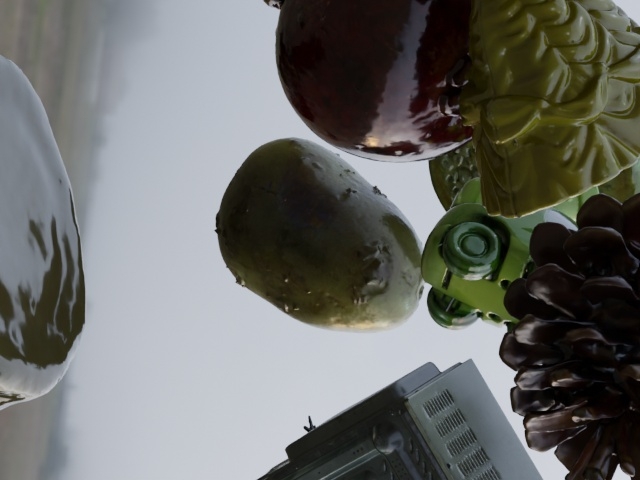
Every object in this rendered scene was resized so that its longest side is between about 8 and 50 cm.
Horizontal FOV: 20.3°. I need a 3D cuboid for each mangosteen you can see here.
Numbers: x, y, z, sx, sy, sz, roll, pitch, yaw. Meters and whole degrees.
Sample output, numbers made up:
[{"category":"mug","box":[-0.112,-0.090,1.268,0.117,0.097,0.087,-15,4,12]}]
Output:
[{"category":"mangosteen","box":[0.046,-0.183,1.418,0.257,0.215,0.215,44,-44,35]}]

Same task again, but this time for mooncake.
[{"category":"mooncake","box":[-0.386,-0.010,1.743,0.378,0.201,0.378,-11,90,-75]}]

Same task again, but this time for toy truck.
[{"category":"toy truck","box":[0.201,0.007,1.883,0.148,0.187,0.210,100,-3,-56]}]

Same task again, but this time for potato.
[{"category":"potato","box":[0.000,0.000,2.253,0.210,0.307,0.173,-49,153,-12]}]

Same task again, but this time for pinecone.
[{"category":"pinecone","box":[0.274,0.102,1.524,0.264,0.264,0.264,-173,-90,-82]}]

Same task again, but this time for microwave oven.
[{"category":"microwave oven","box":[0.059,0.238,1.658,0.240,0.194,0.145,-33,178,34]}]

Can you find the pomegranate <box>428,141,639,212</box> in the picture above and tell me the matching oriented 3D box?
[{"category":"pomegranate","box":[0.292,-0.069,2.233,0.216,0.310,0.358,-42,157,-49]}]

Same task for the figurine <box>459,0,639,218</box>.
[{"category":"figurine","box":[0.125,-0.198,1.245,0.315,0.187,0.168,63,-17,-13]}]
